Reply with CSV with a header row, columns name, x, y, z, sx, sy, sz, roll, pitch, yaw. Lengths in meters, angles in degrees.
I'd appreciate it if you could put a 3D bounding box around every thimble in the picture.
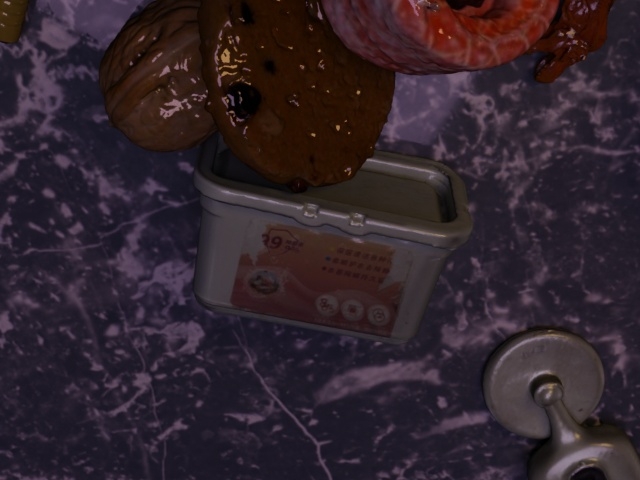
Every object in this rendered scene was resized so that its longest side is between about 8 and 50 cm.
name,x,y,z,sx,sy,sz,roll,pitch,yaw
thimble,0.123,-0.284,1.161,0.239,0.162,0.239,-6,100,-33

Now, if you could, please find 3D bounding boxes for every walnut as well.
name,x,y,z,sx,sy,sz,roll,pitch,yaw
walnut,-0.160,-0.180,1.249,0.184,0.155,0.155,-38,108,16

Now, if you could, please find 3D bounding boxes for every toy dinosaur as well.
name,x,y,z,sx,sy,sz,roll,pitch,yaw
toy dinosaur,0.309,-0.373,1.218,0.208,0.097,0.432,24,111,-21

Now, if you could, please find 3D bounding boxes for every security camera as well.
name,x,y,z,sx,sy,sz,roll,pitch,yaw
security camera,0.318,0.252,1.474,0.157,0.080,0.302,-25,107,8

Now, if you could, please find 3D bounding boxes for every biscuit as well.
name,x,y,z,sx,sy,sz,roll,pitch,yaw
biscuit,-0.023,-0.199,1.211,0.075,0.296,0.296,4,120,44

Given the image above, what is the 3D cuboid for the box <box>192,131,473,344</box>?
name,x,y,z,sx,sy,sz,roll,pitch,yaw
box,0.000,0.000,1.323,0.311,0.175,0.183,10,120,-6

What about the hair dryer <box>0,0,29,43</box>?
name,x,y,z,sx,sy,sz,roll,pitch,yaw
hair dryer,-0.298,-0.339,1.226,0.134,0.090,0.279,17,116,-11
